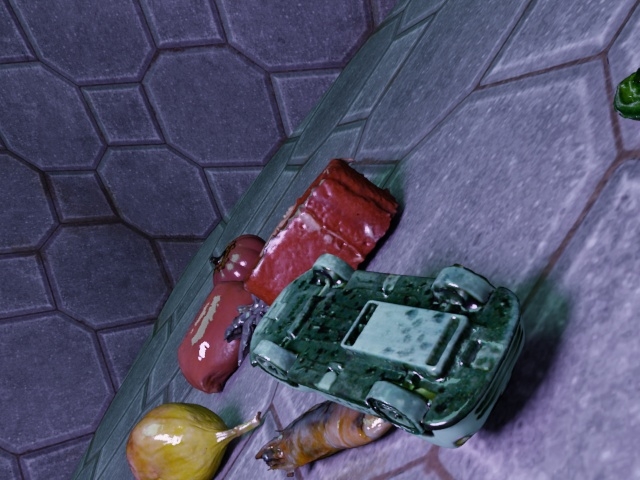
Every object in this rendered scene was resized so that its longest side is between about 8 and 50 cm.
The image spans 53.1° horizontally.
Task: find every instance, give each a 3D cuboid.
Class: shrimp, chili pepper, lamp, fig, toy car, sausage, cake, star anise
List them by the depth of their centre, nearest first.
[{"bbox_3d":[0.297,-0.129,0.579,0.055,0.035,0.118,-38,10,18],"label":"chili pepper"},{"bbox_3d":[0.058,0.105,0.606,0.306,0.125,0.136,1,50,53],"label":"toy car"},{"bbox_3d":[0.022,0.187,0.765,0.296,0.058,0.169,-38,18,41],"label":"shrimp"},{"bbox_3d":[-0.197,0.328,1.064,0.257,0.159,0.159,-27,27,26],"label":"fig"},{"bbox_3d":[0.000,0.000,1.067,0.283,0.151,0.177,-55,2,5],"label":"cake"},{"bbox_3d":[-0.109,0.147,1.223,0.204,0.061,0.180,-24,39,30],"label":"star anise"},{"bbox_3d":[-0.207,0.193,1.357,0.254,0.148,0.148,-58,14,-18],"label":"sausage"},{"bbox_3d":[-0.204,0.065,1.615,0.182,0.140,0.182,-48,19,22],"label":"lamp"}]
